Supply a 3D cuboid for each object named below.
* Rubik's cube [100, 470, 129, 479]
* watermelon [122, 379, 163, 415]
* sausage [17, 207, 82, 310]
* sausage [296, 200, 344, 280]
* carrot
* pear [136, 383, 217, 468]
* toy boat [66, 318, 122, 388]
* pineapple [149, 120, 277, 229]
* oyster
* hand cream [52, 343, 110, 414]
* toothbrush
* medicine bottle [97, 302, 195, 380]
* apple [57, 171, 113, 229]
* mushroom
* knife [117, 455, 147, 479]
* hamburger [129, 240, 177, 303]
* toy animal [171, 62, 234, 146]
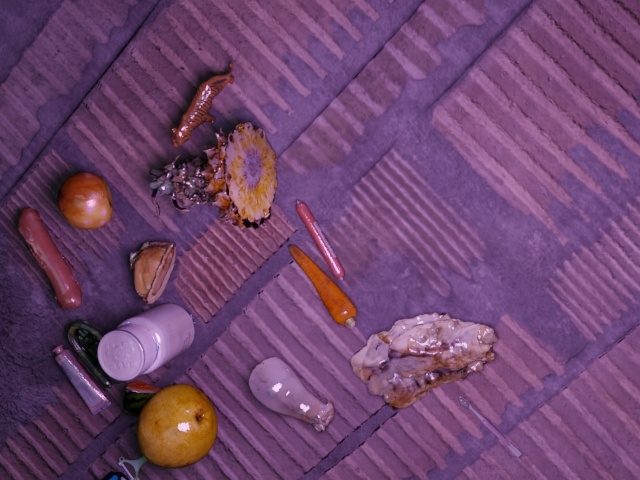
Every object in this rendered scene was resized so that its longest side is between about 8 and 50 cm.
[{"bbox_3d":[-0.569,0.797,1.941,0.248,0.250,0.246,41,104,5],"label":"Rubik's cube"},{"bbox_3d":[-0.481,0.412,1.972,0.135,0.125,0.094,-48,53,32],"label":"watermelon"},{"bbox_3d":[-0.716,0.047,1.981,0.078,0.078,0.304,-30,88,16],"label":"sausage"},{"bbox_3d":[0.000,0.000,1.812,0.029,0.029,0.223,-31,88,16],"label":"sausage"},{"bbox_3d":[0.005,0.108,1.817,0.061,0.061,0.257,-43,74,15],"label":"carrot"},{"bbox_3d":[-0.353,0.458,1.860,0.208,0.209,0.209,2,97,14],"label":"pear"},{"bbox_3d":[-0.593,0.296,1.989,0.104,0.052,0.210,-42,86,18],"label":"toy boat"},{"bbox_3d":[-0.273,-0.142,1.786,0.271,0.262,0.263,-3,96,26],"label":"pineapple"},{"bbox_3d":[0.235,0.272,1.747,0.354,0.107,0.201,-30,92,16],"label":"oyster"},{"bbox_3d":[-0.648,0.372,2.022,0.067,0.043,0.210,-34,93,18],"label":"hand cream"},{"bbox_3d":[0.399,0.438,1.767,0.194,0.017,0.014,43,110,4],"label":"toothbrush"},{"bbox_3d":[-0.422,0.246,1.832,0.143,0.258,0.143,2,97,15],"label":"medicine bottle"},{"bbox_3d":[-0.597,-0.099,1.896,0.146,0.146,0.147,2,97,14],"label":"apple"},{"bbox_3d":[-0.072,0.389,1.845,0.225,0.093,0.116,39,83,12],"label":"mushroom"},{"bbox_3d":[-0.467,0.578,2.004,0.166,0.022,0.078,-38,93,17],"label":"knife"},{"bbox_3d":[-0.431,0.063,1.909,0.102,0.087,0.176,29,110,21],"label":"hamburger"},{"bbox_3d":[-0.281,-0.326,1.811,0.056,0.099,0.241,36,105,7],"label":"toy animal"}]
